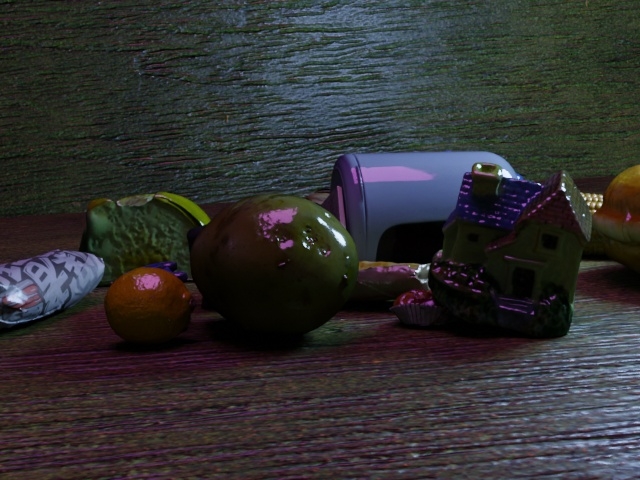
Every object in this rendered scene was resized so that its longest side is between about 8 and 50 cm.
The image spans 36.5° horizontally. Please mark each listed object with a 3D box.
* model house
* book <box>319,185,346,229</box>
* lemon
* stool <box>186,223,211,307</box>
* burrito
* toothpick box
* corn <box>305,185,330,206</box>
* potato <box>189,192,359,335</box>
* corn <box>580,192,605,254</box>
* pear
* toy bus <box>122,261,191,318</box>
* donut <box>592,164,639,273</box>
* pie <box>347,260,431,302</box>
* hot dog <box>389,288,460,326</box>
[{"bbox_3d":[0.258,-0.002,1.329,0.214,0.189,0.195,14,23,15],"label":"model house"},{"bbox_3d":[0.000,0.000,1.645,0.012,0.118,0.172,9,-32,-24],"label":"book"},{"bbox_3d":[-0.236,0.091,1.342,0.133,0.109,0.109,-8,6,11],"label":"lemon"},{"bbox_3d":[-0.115,0.029,1.615,0.228,0.139,0.153,-11,7,-23],"label":"stool"},{"bbox_3d":[-0.480,0.081,1.551,0.139,0.101,0.445,4,7,11],"label":"burrito"},{"bbox_3d":[0.203,-0.052,1.713,0.354,0.263,0.263,-2,7,-8],"label":"toothpick box"},{"bbox_3d":[0.095,-0.074,2.432,0.305,0.123,0.122,1,10,36],"label":"corn"},{"bbox_3d":[-0.072,0.031,1.382,0.215,0.216,0.304,-6,11,-21],"label":"potato"},{"bbox_3d":[0.513,-0.032,1.933,0.347,0.130,0.130,3,10,35],"label":"corn"},{"bbox_3d":[-0.338,-0.014,1.962,0.286,0.176,0.282,-2,5,-2],"label":"pear"},{"bbox_3d":[-0.259,0.084,1.517,0.094,0.079,0.236,-7,8,-15],"label":"toy bus"},{"bbox_3d":[0.676,-0.032,1.607,0.448,0.198,0.449,0,7,0],"label":"donut"},{"bbox_3d":[0.054,0.069,1.555,0.282,0.068,0.128,-8,-3,27],"label":"pie"},{"bbox_3d":[0.190,0.087,1.422,0.108,0.059,0.191,-1,8,44],"label":"hot dog"}]
